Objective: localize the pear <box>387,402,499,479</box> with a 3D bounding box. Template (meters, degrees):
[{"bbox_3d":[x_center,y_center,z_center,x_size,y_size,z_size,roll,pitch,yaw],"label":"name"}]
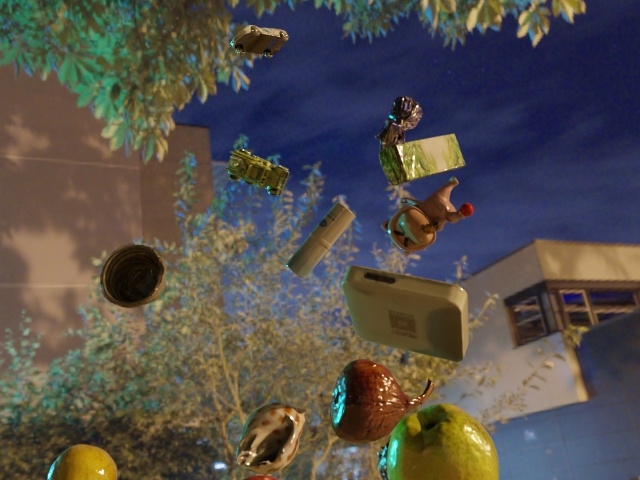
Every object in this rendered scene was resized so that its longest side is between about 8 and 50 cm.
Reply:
[{"bbox_3d":[0.393,0.705,2.030,0.391,0.391,0.391,-8,-21,-3],"label":"pear"}]

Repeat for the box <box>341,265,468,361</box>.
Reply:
[{"bbox_3d":[0.266,0.226,1.936,0.367,0.090,0.373,11,-33,21],"label":"box"}]

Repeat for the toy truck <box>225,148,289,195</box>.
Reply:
[{"bbox_3d":[-0.262,-0.268,2.500,0.260,0.128,0.135,25,11,15],"label":"toy truck"}]

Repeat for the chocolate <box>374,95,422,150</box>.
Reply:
[{"bbox_3d":[0.284,-0.413,2.332,0.126,0.343,0.148,23,-51,6],"label":"chocolate"}]

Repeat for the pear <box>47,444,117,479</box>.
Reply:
[{"bbox_3d":[-0.531,0.534,1.406,0.149,0.148,0.162,7,5,-36],"label":"pear"}]

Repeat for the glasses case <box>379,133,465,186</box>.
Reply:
[{"bbox_3d":[0.257,-0.203,1.573,0.062,0.095,0.272,-19,-2,44],"label":"glasses case"}]

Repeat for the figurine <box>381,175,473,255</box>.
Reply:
[{"bbox_3d":[0.331,-0.076,1.993,0.287,0.176,0.186,-31,-1,17],"label":"figurine"}]

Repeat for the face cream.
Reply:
[{"bbox_3d":[0.000,0.000,1.918,0.250,0.077,0.077,-52,-27,0],"label":"face cream"}]

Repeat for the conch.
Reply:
[{"bbox_3d":[-0.129,0.548,1.767,0.183,0.275,0.148,19,-43,29],"label":"conch"}]

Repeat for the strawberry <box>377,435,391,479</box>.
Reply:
[{"bbox_3d":[0.365,0.898,2.434,0.250,0.288,0.238,-4,-54,-15],"label":"strawberry"}]

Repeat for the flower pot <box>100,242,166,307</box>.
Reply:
[{"bbox_3d":[-0.633,0.137,2.199,0.236,0.235,0.140,-11,-21,5],"label":"flower pot"}]

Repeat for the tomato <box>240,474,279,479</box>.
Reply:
[{"bbox_3d":[-0.220,0.921,2.160,0.228,0.227,0.101,-7,1,-5],"label":"tomato"}]

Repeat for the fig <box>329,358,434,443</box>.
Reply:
[{"bbox_3d":[0.117,0.295,1.130,0.201,0.133,0.146,12,-54,-23],"label":"fig"}]

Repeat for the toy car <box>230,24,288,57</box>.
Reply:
[{"bbox_3d":[-0.182,-0.600,1.885,0.205,0.056,0.095,-9,-21,-47],"label":"toy car"}]
